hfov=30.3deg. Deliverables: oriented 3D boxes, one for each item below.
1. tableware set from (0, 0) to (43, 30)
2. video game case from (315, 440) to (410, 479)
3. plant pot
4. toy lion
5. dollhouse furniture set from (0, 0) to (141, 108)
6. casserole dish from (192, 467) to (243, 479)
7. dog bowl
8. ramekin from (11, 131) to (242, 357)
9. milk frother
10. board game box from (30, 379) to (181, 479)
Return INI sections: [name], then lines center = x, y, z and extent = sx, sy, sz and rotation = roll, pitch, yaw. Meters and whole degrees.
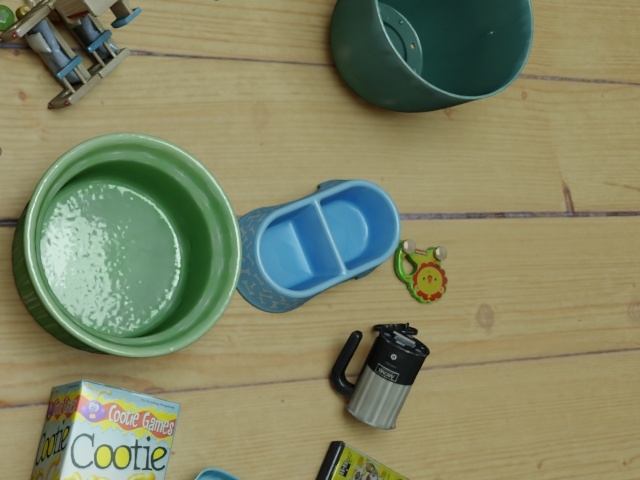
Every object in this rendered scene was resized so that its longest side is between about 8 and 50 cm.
[tableware set]
center = -0.450, -0.379, 1.676
extent = 0.104, 0.024, 0.154
rotation = -24, 94, -27
[video game case]
center = 0.069, 0.481, 1.786
extent = 0.248, 0.035, 0.275
rotation = 33, 67, -20
[plant pot]
center = 0.150, -0.336, 1.876
extent = 0.293, 0.235, 0.293
rotation = 6, 78, -28
[toy lion]
center = 0.165, 0.052, 1.928
extent = 0.100, 0.034, 0.096
rotation = 13, 82, -26
[dollhouse furniture set]
center = -0.325, -0.274, 1.615
extent = 0.129, 0.183, 0.129
rotation = -49, 117, -27
[casserole dish]
center = -0.129, 0.402, 1.690
extent = 0.188, 0.037, 0.114
rotation = 33, 66, -21
[dog bowl]
center = 0.000, 0.000, 1.819
extent = 0.297, 0.074, 0.166
rotation = -23, 92, -31
[ramekin]
center = -0.274, 0.016, 1.620
extent = 0.303, 0.148, 0.303
rotation = 6, 77, -28
[milk frother]
center = 0.103, 0.200, 1.830
extent = 0.143, 0.129, 0.135
rotation = 1, 117, -57
[board game box]
center = -0.299, 0.336, 1.546
extent = 0.142, 0.144, 0.275
rotation = 19, 71, -24
